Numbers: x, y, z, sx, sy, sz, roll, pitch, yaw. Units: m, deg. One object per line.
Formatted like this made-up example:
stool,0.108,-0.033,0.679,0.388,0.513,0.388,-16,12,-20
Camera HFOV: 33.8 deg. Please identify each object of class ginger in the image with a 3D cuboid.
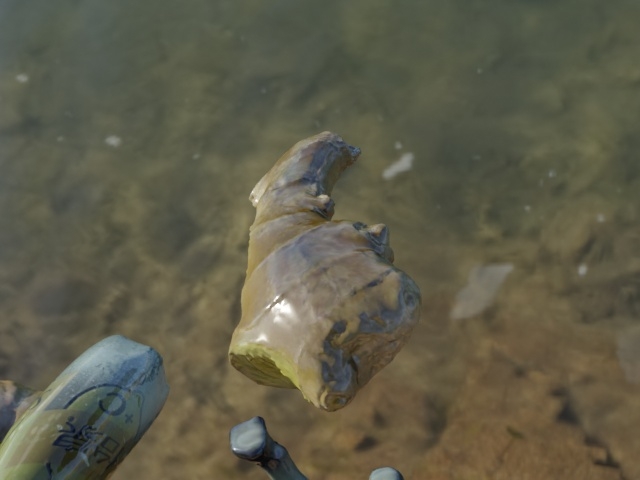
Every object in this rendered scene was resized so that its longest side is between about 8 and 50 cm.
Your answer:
ginger,0.000,0.000,0.736,0.131,0.086,0.294,-34,29,21

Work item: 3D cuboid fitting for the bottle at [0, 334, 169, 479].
bottle,-0.202,0.168,0.768,0.083,0.083,0.269,10,31,19

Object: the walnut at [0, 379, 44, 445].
walnut,-0.386,0.312,1.202,0.252,0.313,0.277,-8,54,-32

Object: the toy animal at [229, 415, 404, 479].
toy animal,-0.048,0.178,0.477,0.217,0.176,0.073,-20,36,0
